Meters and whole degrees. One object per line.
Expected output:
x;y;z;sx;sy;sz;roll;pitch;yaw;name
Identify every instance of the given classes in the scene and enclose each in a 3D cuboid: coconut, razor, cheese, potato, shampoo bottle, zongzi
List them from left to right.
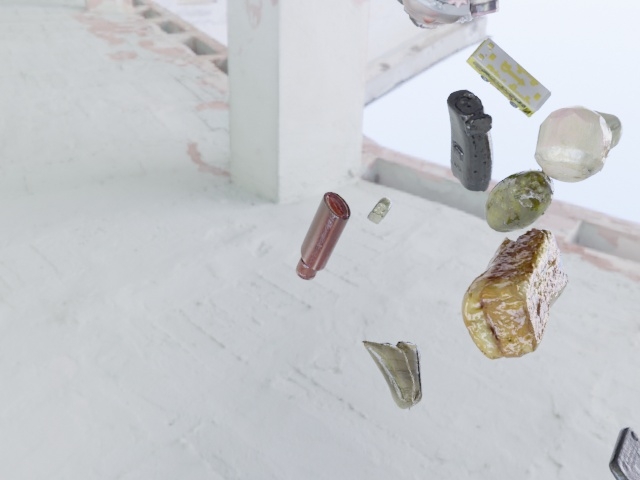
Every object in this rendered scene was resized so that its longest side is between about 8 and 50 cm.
0.000;0.000;1.654;0.064;0.260;0.102;-5;-132;-31;shampoo bottle
0.192;-0.093;2.041;0.047;0.092;0.171;39;172;3;cheese
0.206;0.384;1.822;0.197;0.099;0.195;14;-122;-27;zongzi
0.480;-0.315;2.009;0.107;0.327;0.189;-23;-133;-5;razor
0.521;-0.103;1.655;0.113;0.251;0.150;-5;-110;-16;potato
0.593;-0.234;1.463;0.170;0.183;0.171;19;168;4;coconut

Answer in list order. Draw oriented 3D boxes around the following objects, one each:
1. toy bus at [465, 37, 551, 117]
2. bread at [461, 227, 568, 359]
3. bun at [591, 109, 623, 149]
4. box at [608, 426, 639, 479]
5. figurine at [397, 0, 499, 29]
0.486;-0.420;1.614;0.226;0.081;0.074;42;178;-1;toy bus
0.433;0.115;1.392;0.148;0.195;0.344;-8;-162;37;bread
0.739;-0.287;1.734;0.183;0.102;0.183;12;167;3;bun
0.559;0.406;1.089;0.126;0.027;0.125;52;-138;4;box
0.310;-0.632;1.526;0.253;0.211;0.361;36;-172;-8;figurine
